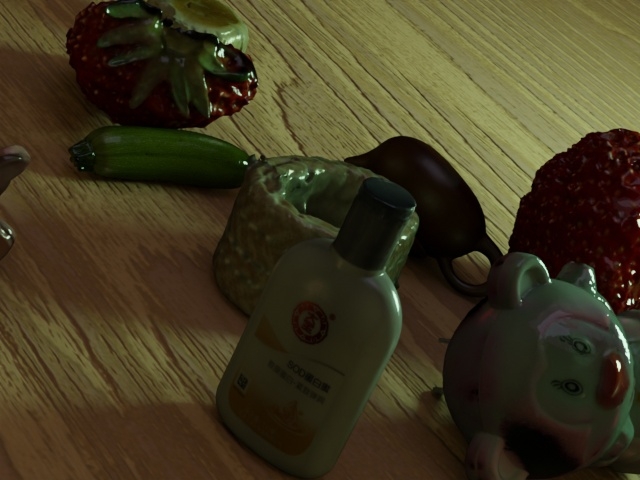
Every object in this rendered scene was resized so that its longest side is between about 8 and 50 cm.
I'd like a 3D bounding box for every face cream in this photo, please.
[{"bbox_3d":[0.006,0.077,1.451,0.144,0.291,0.071,38,27,21],"label":"face cream"}]

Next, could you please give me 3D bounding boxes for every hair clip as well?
[{"bbox_3d":[-0.368,-0.045,1.569,0.138,0.123,0.102,18,46,-23],"label":"hair clip"}]

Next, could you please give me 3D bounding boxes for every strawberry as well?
[{"bbox_3d":[0.338,-0.001,1.945,0.258,0.261,0.261,-8,41,-43],"label":"strawberry"},{"bbox_3d":[-0.212,-0.192,1.966,0.234,0.137,0.306,18,-10,-15],"label":"strawberry"}]

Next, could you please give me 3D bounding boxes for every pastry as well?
[{"bbox_3d":[-0.182,-0.291,2.234,0.166,0.088,0.166,18,27,-10],"label":"pastry"}]

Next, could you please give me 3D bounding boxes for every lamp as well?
[{"bbox_3d":[0.251,0.145,1.679,0.301,0.247,0.247,10,-3,-42],"label":"lamp"}]

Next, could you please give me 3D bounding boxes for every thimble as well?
[{"bbox_3d":[0.000,0.003,1.760,0.229,0.148,0.196,1,35,-38],"label":"thimble"}]

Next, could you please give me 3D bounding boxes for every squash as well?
[{"bbox_3d":[-0.188,-0.101,1.883,0.258,0.069,0.069,5,32,-37],"label":"squash"}]

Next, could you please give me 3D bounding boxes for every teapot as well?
[{"bbox_3d":[0.130,-0.024,1.979,0.252,0.135,0.178,50,0,9],"label":"teapot"}]
